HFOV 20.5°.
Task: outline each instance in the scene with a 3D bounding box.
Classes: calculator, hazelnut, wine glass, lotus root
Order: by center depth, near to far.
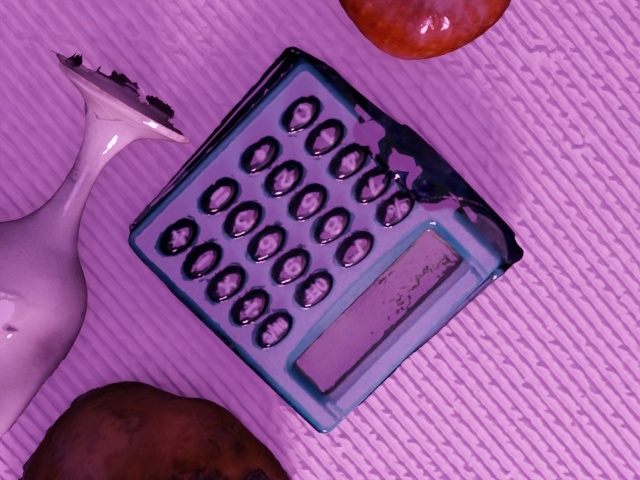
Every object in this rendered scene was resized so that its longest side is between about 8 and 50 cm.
[{"bbox_3d":[0.083,-0.222,1.458,0.154,0.143,0.143,31,95,-7],"label":"hazelnut"},{"bbox_3d":[-0.237,0.005,1.463,0.143,0.143,0.321,30,97,-8],"label":"wine glass"},{"bbox_3d":[-0.136,0.260,1.495,0.272,0.192,0.272,-1,95,-11],"label":"lotus root"},{"bbox_3d":[0.000,0.000,1.521,0.248,0.058,0.274,-45,98,2],"label":"calculator"}]
